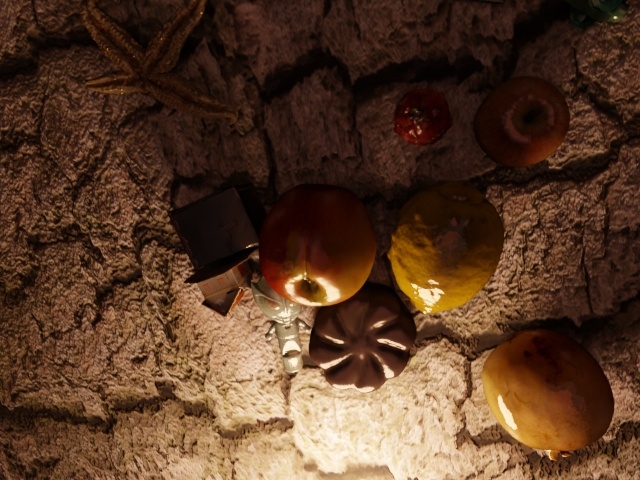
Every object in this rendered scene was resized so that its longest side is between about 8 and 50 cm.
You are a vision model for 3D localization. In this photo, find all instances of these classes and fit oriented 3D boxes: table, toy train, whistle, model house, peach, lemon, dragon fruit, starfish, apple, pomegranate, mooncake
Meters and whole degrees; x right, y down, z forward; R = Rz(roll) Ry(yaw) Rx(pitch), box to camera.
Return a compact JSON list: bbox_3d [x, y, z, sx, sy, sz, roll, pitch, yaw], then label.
[{"bbox_3d":[-0.259,-0.052,1.280,0.193,0.169,0.172,-22,97,11],"label":"table"},{"bbox_3d":[0.596,-0.633,1.096,0.298,0.120,0.194,33,95,0],"label":"toy train"},{"bbox_3d":[-0.100,0.206,1.340,0.142,0.134,0.346,-20,113,-30],"label":"whistle"},{"bbox_3d":[-0.243,0.124,1.292,0.208,0.219,0.135,-21,103,11],"label":"model house"},{"bbox_3d":[0.000,0.000,1.191,0.308,0.332,0.307,14,139,12],"label":"peach"},{"bbox_3d":[0.304,0.017,1.178,0.286,0.285,0.316,8,144,5],"label":"lemon"},{"bbox_3d":[0.262,-0.307,1.199,0.153,0.111,0.153,2,105,7],"label":"dragon fruit"},{"bbox_3d":[-0.416,-0.491,1.259,0.432,0.082,0.323,10,103,5],"label":"starfish"},{"bbox_3d":[0.473,-0.279,1.139,0.211,0.188,0.211,1,100,3],"label":"apple"},{"bbox_3d":[0.563,0.381,1.194,0.319,0.319,0.319,1,101,7],"label":"pomegranate"},{"bbox_3d":[0.111,0.265,1.307,0.306,0.154,0.305,1,98,7],"label":"mooncake"}]

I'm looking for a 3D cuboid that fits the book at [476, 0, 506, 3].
[{"bbox_3d":[0.324,-0.692,1.159,0.290,0.026,0.201,8,103,5],"label":"book"}]
